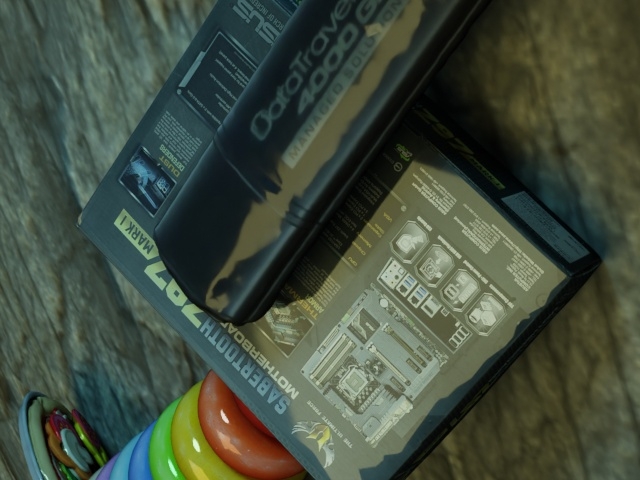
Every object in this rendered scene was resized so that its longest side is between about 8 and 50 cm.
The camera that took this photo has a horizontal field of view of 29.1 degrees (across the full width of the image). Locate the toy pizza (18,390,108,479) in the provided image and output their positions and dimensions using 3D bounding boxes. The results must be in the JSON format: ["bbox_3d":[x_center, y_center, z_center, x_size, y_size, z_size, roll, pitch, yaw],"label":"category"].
[{"bbox_3d":[-0.187,0.211,1.029,0.201,0.032,0.201,61,180,0],"label":"toy pizza"}]

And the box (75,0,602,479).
[{"bbox_3d":[0.000,0.000,0.650,0.232,0.059,0.183,44,116,15],"label":"box"}]

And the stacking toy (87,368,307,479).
[{"bbox_3d":[-0.059,0.149,0.837,0.141,0.141,0.330,49,137,9],"label":"stacking toy"}]

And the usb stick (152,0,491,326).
[{"bbox_3d":[0.009,-0.075,0.569,0.077,0.045,0.278,48,119,22],"label":"usb stick"}]
